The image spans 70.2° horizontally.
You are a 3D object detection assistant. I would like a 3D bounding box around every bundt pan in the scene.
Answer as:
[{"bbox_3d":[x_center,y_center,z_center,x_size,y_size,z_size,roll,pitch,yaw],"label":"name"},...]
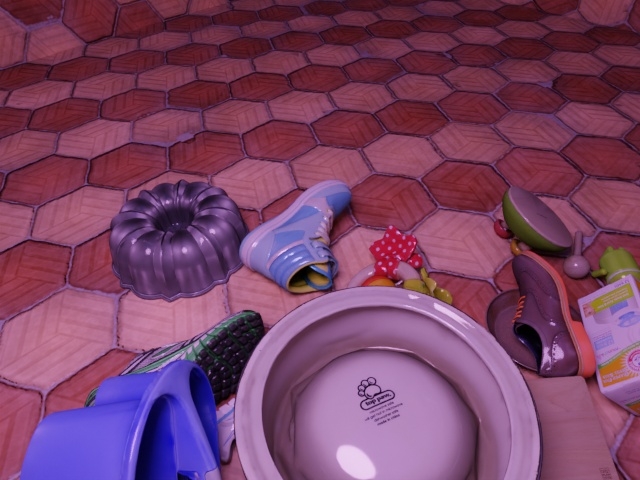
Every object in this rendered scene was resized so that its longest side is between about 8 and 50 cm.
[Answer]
[{"bbox_3d":[-0.331,-0.024,1.051,0.330,0.124,0.331,-1,45,1],"label":"bundt pan"}]

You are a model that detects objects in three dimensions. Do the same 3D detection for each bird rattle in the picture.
[{"bbox_3d":[0.141,0.087,0.931,0.206,0.143,0.254,-28,45,-4],"label":"bird rattle"}]

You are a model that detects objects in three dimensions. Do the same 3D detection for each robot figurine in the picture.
[{"bbox_3d":[0.643,0.066,0.975,0.101,0.067,0.115,6,45,1],"label":"robot figurine"}]

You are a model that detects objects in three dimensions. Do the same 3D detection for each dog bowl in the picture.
[{"bbox_3d":[0.088,0.266,0.666,0.407,0.151,0.408,-1,43,1],"label":"dog bowl"}]

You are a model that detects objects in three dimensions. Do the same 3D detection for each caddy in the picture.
[{"bbox_3d":[-0.202,0.319,0.557,0.179,0.342,0.241,-3,4,8],"label":"caddy"}]

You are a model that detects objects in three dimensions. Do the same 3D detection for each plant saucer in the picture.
[{"bbox_3d":[0.419,0.178,0.887,0.198,0.036,0.199,-1,45,1],"label":"plant saucer"}]

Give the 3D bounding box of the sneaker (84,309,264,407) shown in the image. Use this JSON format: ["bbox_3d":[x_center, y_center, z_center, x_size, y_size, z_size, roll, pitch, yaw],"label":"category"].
[{"bbox_3d":[-0.245,0.215,0.796,0.343,0.134,0.146,-28,35,-34],"label":"sneaker"}]

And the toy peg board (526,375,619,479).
[{"bbox_3d":[0.355,0.314,0.734,0.161,0.079,0.161,-3,60,-1],"label":"toy peg board"}]

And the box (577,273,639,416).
[{"bbox_3d":[0.553,0.182,0.801,0.103,0.114,0.203,31,44,-15],"label":"box"}]

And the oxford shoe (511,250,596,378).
[{"bbox_3d":[0.402,0.127,0.850,0.098,0.097,0.272,-7,44,2],"label":"oxford shoe"}]

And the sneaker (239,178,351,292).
[{"bbox_3d":[0.000,0.000,1.021,0.319,0.127,0.208,-40,53,-21],"label":"sneaker"}]

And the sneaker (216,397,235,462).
[{"bbox_3d":[-0.111,0.289,0.769,0.082,0.071,0.190,36,63,24],"label":"sneaker"}]

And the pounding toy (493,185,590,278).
[{"bbox_3d":[0.488,-0.008,1.052,0.236,0.110,0.183,36,37,-4],"label":"pounding toy"}]
